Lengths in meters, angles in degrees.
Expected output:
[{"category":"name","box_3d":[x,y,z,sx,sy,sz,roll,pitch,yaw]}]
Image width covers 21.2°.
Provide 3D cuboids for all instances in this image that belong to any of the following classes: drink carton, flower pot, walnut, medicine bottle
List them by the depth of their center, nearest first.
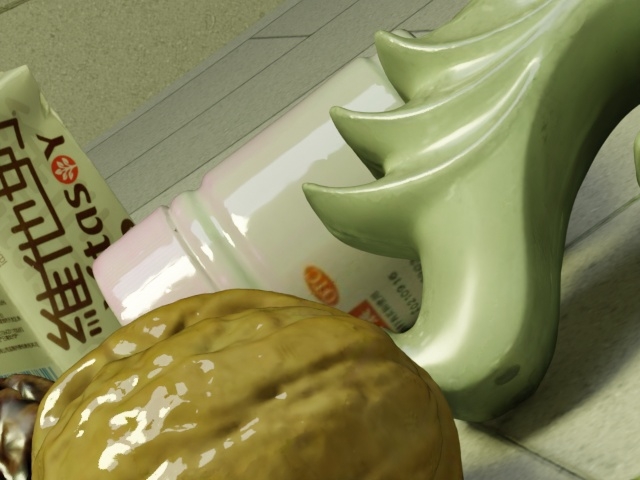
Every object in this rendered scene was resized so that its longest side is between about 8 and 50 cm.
[{"category":"walnut","box_3d":[-0.041,0.143,1.001,0.257,0.257,0.224,-39,-16,-19]},{"category":"flower pot","box_3d":[0.163,-0.072,1.154,0.367,0.254,0.164,-35,-25,3]},{"category":"medicine bottle","box_3d":[0.000,0.000,1.368,0.316,0.202,0.202,-37,15,3]},{"category":"drink carton","box_3d":[-0.307,0.006,1.794,0.132,0.325,0.194,-15,26,42]}]

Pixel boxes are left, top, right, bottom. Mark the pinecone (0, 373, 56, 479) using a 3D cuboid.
[{"category":"pinecone","box_3d":[-0.266,0.225,1.150,0.298,0.242,0.296,-32,-10,-4]}]
